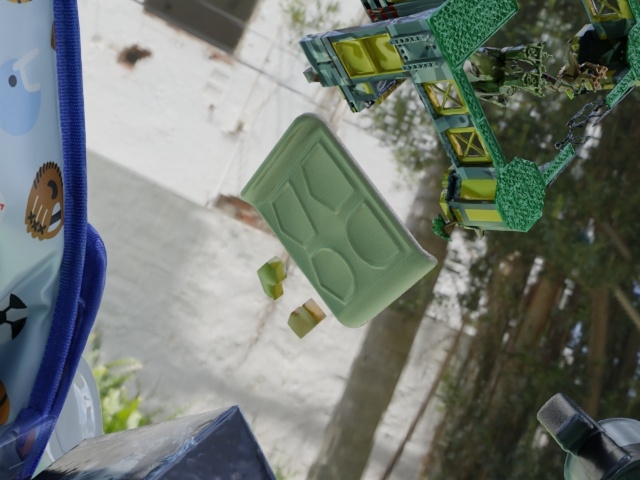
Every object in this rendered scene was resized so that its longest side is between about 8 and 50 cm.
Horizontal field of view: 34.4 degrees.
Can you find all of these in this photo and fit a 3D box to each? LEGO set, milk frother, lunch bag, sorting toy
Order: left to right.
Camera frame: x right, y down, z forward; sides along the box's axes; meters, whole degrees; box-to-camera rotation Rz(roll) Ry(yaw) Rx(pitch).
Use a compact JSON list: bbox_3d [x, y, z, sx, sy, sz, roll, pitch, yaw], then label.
[{"bbox_3d":[-0.324,-0.035,0.684,0.328,0.385,0.239,12,21,32],"label":"lunch bag"},{"bbox_3d":[0.000,0.000,1.268,0.229,0.041,0.307,50,-36,5],"label":"sorting toy"},{"bbox_3d":[0.140,-0.166,0.937,0.192,0.331,0.255,4,-40,52],"label":"LEGO set"},{"bbox_3d":[0.234,0.141,0.703,0.129,0.143,0.135,62,4,1],"label":"milk frother"}]

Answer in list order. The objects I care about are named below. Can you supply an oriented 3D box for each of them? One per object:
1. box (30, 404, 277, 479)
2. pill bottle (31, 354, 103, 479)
[{"bbox_3d":[-0.125,0.181,0.595,0.156,0.158,0.093,-19,-80,39],"label":"box"},{"bbox_3d":[-0.434,0.224,1.174,0.334,0.188,0.188,-9,-21,9],"label":"pill bottle"}]
